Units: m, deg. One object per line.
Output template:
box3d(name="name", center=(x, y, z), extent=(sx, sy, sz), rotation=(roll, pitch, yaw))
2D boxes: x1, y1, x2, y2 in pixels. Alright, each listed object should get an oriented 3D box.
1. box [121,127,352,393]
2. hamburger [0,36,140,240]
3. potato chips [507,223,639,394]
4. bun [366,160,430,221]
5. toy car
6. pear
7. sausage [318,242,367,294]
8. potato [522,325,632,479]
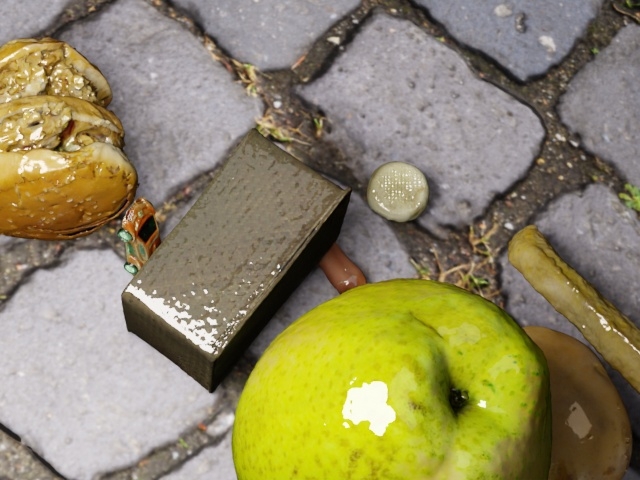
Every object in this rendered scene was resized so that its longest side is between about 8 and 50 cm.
box3d(name="box", center=(-0.102, 0.025, 1.800), extent=(0.143, 0.184, 0.273), rotation=(36, 72, 7))
box3d(name="hamburger", center=(-0.348, -0.117, 1.805), extent=(0.245, 0.260, 0.211), rotation=(-8, 67, -24))
box3d(name="potato chips", center=(0.368, 0.116, 1.882), extent=(0.080, 0.057, 0.407), rotation=(1, 40, -52))
box3d(name="bun", center=(0.104, -0.062, 1.990), extent=(0.086, 0.055, 0.086), rotation=(1, 73, -2))
box3d(name="toy car", center=(-0.219, -0.004, 1.850), extent=(0.035, 0.122, 0.059), rotation=(24, 56, 16))
box3d(name="pear", center=(0.088, 0.215, 1.656), extent=(0.391, 0.391, 0.391), rotation=(5, 61, -9))
box3d(name="sausage", center=(0.001, 0.000, 1.937), extent=(0.040, 0.047, 0.177), rotation=(-19, 67, -41))
box3d(name="potato", center=(0.296, 0.208, 1.844), extent=(0.150, 0.146, 0.234), rotation=(5, 55, -47))
